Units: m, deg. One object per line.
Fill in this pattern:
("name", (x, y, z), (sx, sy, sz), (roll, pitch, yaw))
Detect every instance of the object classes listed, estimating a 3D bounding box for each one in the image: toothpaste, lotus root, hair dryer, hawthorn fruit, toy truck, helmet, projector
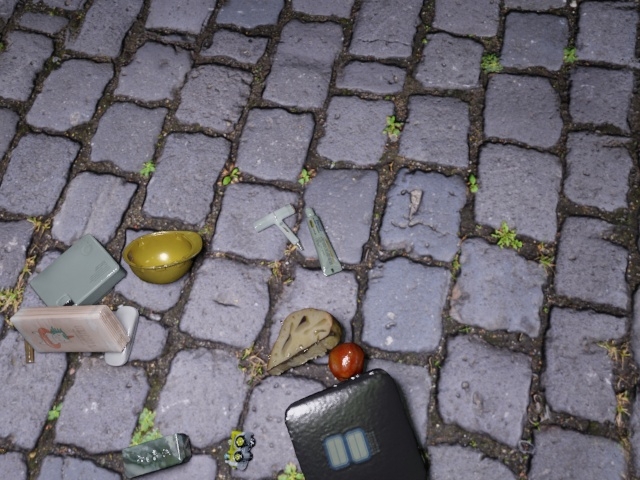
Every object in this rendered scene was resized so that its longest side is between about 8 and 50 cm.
("toothpaste", (0.000, 0.000, 1.778), (0.067, 0.037, 0.255), (-19, 73, -9))
("lotus root", (-0.058, 0.302, 1.622), (0.261, 0.074, 0.170), (-26, 50, 19))
("hair dryer", (-0.130, -0.021, 1.795), (0.155, 0.044, 0.183), (-28, 73, -4))
("hawthorn fruit", (0.080, 0.372, 1.589), (0.128, 0.128, 0.128), (-1, 70, 4))
("toy truck", (-0.248, 0.626, 1.548), (0.077, 0.076, 0.111), (3, 71, 24))
("helmet", (-0.518, 0.075, 1.735), (0.257, 0.140, 0.205), (-7, 37, -12))
("projector", (-0.814, 0.132, 1.755), (0.192, 0.099, 0.257), (42, 77, 18))

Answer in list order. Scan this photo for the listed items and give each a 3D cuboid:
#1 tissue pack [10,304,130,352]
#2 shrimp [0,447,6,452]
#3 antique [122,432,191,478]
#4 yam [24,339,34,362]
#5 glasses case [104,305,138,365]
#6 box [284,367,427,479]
("tissue pack", (-0.786, 0.281, 1.628), (0.326, 0.170, 0.071), (-3, 36, 15))
("shrimp", (-1.099, 0.688, 1.589), (0.267, 0.061, 0.145), (-17, 78, -6))
("antique", (-0.484, 0.640, 1.547), (0.183, 0.086, 0.088), (-16, 70, -2))
("yam", (-0.970, 0.337, 1.724), (0.032, 0.032, 0.145), (-13, 70, -1))
("glasses case", (-0.652, 0.313, 1.700), (0.076, 0.049, 0.197), (4, 70, 8))
("box", (0.099, 0.588, 1.497), (0.351, 0.091, 0.359), (-20, 83, -5))
